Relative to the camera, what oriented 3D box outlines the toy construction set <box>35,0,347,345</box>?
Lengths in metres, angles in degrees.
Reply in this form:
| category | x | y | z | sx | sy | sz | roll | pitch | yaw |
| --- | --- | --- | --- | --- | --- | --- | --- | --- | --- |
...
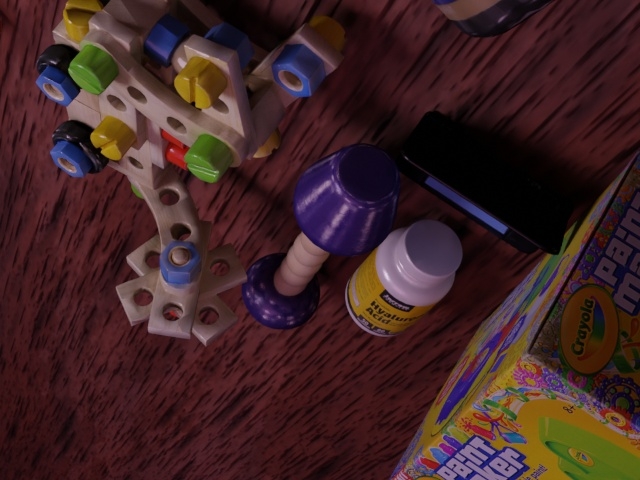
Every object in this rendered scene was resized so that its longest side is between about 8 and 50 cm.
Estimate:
| category | x | y | z | sx | sy | sz | roll | pitch | yaw |
| --- | --- | --- | --- | --- | --- | --- | --- | --- | --- |
| toy construction set | -0.107 | -0.074 | 0.931 | 0.215 | 0.151 | 0.328 | 28 | 139 | 10 |

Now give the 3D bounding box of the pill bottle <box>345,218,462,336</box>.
| category | x | y | z | sx | sy | sz | roll | pitch | yaw |
| --- | --- | --- | --- | --- | --- | --- | --- | --- | --- |
| pill bottle | 0.066 | 0.028 | 0.972 | 0.065 | 0.065 | 0.116 | 35 | 150 | -1 |

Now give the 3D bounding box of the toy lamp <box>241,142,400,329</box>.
| category | x | y | z | sx | sy | sz | roll | pitch | yaw |
| --- | --- | --- | --- | --- | --- | --- | --- | --- | --- |
| toy lamp | 0.000 | 0.000 | 0.970 | 0.080 | 0.080 | 0.275 | 34 | 157 | 0 |

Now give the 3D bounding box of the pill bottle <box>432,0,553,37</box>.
| category | x | y | z | sx | sy | sz | roll | pitch | yaw |
| --- | --- | --- | --- | --- | --- | --- | --- | --- | --- |
| pill bottle | 0.043 | -0.212 | 0.585 | 0.219 | 0.123 | 0.123 | 43 | 150 | -15 |

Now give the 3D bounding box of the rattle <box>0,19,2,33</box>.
| category | x | y | z | sx | sy | sz | roll | pitch | yaw |
| --- | --- | --- | --- | --- | --- | --- | --- | --- | --- |
| rattle | -0.323 | -0.243 | 0.965 | 0.142 | 0.130 | 0.200 | 41 | 179 | 10 |

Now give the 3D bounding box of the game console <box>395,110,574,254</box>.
| category | x | y | z | sx | sy | sz | roll | pitch | yaw |
| --- | --- | --- | --- | --- | --- | --- | --- | --- | --- |
| game console | 0.103 | -0.025 | 0.851 | 0.122 | 0.071 | 0.107 | 34 | 150 | 1 |

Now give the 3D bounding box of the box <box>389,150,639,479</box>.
| category | x | y | z | sx | sy | sz | roll | pitch | yaw |
| --- | --- | --- | --- | --- | --- | --- | --- | --- | --- |
| box | 0.238 | 0.139 | 0.853 | 0.279 | 0.177 | 0.290 | 33 | 151 | 4 |
